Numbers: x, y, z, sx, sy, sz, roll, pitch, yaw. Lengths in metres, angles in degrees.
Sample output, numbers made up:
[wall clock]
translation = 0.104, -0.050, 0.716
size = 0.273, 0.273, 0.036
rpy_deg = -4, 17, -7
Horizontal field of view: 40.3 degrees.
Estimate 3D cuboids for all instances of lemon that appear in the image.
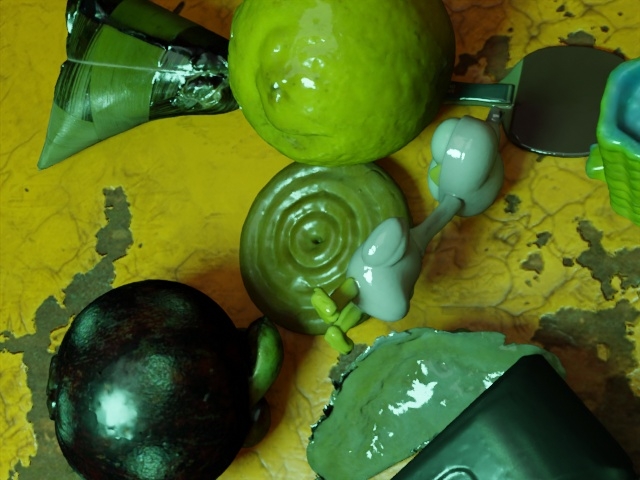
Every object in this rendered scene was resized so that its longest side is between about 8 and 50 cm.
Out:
[lemon]
translation = 0.025, -0.232, 1.102
size = 0.297, 0.297, 0.296
rpy_deg = -6, 72, 19

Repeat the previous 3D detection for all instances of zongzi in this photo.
[zongzi]
translation = -0.270, -0.189, 1.307
size = 0.289, 0.154, 0.317
rpy_deg = 31, 106, 22

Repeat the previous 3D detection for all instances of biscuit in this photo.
[biscuit]
translation = 0.000, 0.000, 1.168
size = 0.262, 0.037, 0.261
rpy_deg = -9, 71, 26

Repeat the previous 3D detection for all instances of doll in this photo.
[doll]
translation = 0.126, -0.025, 1.041
size = 0.094, 0.160, 0.365
rpy_deg = 26, 67, 25

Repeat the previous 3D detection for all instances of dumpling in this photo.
[dumpling]
translation = 0.113, 0.172, 1.059
size = 0.332, 0.086, 0.166
rpy_deg = -28, 99, 11

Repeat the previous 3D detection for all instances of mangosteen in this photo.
[mangosteen]
translation = -0.193, 0.185, 1.087
size = 0.288, 0.288, 0.287
rpy_deg = -6, 72, 19

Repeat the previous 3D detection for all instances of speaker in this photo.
[speaker]
translation = 0.120, 0.300, 0.928
size = 0.388, 0.184, 0.180
rpy_deg = -46, 56, 15

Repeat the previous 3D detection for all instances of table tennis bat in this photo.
[table tennis bat]
translation = 0.276, -0.185, 1.141
size = 0.274, 0.021, 0.154
rpy_deg = 8, 77, 21

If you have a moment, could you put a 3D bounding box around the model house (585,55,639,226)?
[model house]
translation = 0.435, -0.091, 0.935
size = 0.304, 0.237, 0.215
rpy_deg = 6, 75, 24
